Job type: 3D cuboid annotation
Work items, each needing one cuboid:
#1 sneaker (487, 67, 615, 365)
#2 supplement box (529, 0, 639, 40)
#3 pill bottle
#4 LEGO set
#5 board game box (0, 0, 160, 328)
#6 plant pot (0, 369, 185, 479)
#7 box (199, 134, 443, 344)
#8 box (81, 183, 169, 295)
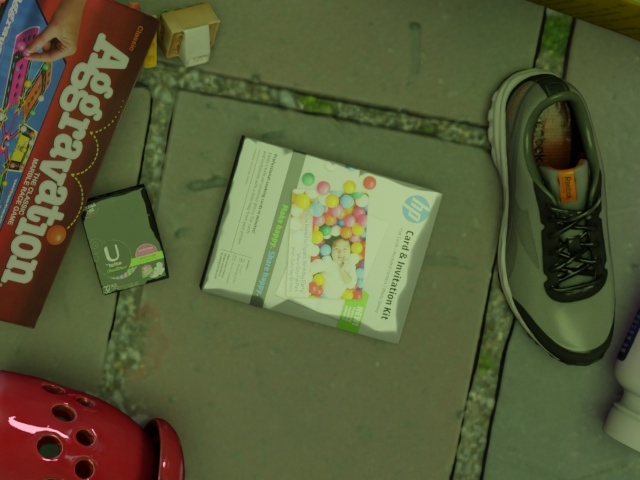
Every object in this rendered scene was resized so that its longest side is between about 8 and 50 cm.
[{"bbox_3d":[0.210,-0.017,1.302,0.100,0.108,0.272,-13,98,-7],"label":"sneaker"},{"bbox_3d":[0.191,-0.310,1.225,0.356,0.194,0.195,18,94,-8],"label":"supplement box"},{"bbox_3d":[0.331,0.105,1.325,0.112,0.112,0.187,24,93,-8],"label":"pill bottle"},{"bbox_3d":[-0.231,-0.141,1.259,0.287,0.107,0.132,-43,133,-6],"label":"LEGO set"},{"bbox_3d":[-0.245,-0.074,1.182,0.145,0.027,0.281,18,99,-39],"label":"board game box"},{"bbox_3d":[-0.214,0.217,1.237,0.174,0.191,0.191,13,94,-16],"label":"plant pot"},{"bbox_3d":[0.000,0.000,1.312,0.186,0.038,0.145,16,94,-9],"label":"box"},{"bbox_3d":[-0.172,-0.002,1.284,0.062,0.052,0.083,-15,96,-6],"label":"box"}]
